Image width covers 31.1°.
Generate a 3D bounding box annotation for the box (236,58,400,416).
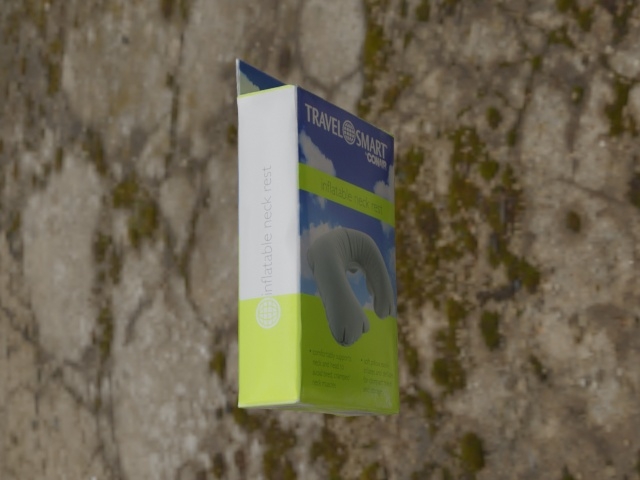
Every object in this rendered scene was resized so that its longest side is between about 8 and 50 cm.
[{"bbox_3d":[0.000,0.000,0.602,0.042,0.109,0.178,-8,76,30],"label":"box"}]
